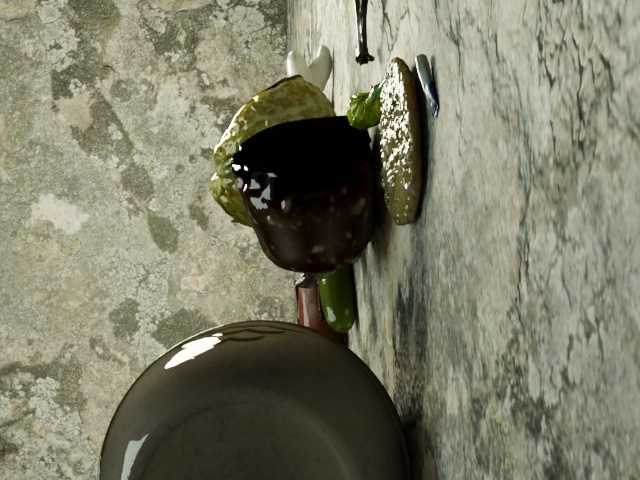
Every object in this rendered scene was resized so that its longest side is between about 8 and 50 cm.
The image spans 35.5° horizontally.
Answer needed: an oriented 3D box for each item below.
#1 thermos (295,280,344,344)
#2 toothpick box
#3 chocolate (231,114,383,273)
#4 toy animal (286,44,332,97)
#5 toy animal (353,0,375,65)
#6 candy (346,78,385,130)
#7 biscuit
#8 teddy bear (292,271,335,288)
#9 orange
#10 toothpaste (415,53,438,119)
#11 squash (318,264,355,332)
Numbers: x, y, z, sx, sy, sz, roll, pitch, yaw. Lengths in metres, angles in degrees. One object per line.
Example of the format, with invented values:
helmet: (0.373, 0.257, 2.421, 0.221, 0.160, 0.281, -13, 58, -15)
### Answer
thermos: (-0.001, 0.141, 2.066, 0.124, 0.099, 0.232, 92, 175, -70)
toothpick box: (-0.082, 0.311, 1.349, 0.425, 0.409, 0.409, -65, -25, -88)
chocolate: (-0.012, -0.061, 1.585, 0.340, 0.225, 0.210, -105, 3, -71)
toy animal: (-0.026, -0.324, 2.249, 0.131, 0.104, 0.221, -147, 57, -85)
toy animal: (0.062, -0.405, 1.507, 0.224, 0.066, 0.229, 110, 154, -75)
candy: (0.084, -0.213, 1.439, 0.062, 0.058, 0.194, -59, 4, -21)
biscuit: (0.102, -0.125, 1.281, 0.220, 0.033, 0.220, 177, 90, -85)
teddy bear: (0.016, 0.004, 1.785, 0.133, 0.111, 0.213, -31, 39, 44)
orange: (-0.076, -0.132, 1.994, 0.368, 0.271, 0.210, 102, 149, -58)
toothpaste: (0.124, -0.177, 1.146, 0.024, 0.015, 0.083, 100, 163, -58)
squash: (0.028, 0.069, 1.923, 0.066, 0.066, 0.252, 95, 172, -49)
